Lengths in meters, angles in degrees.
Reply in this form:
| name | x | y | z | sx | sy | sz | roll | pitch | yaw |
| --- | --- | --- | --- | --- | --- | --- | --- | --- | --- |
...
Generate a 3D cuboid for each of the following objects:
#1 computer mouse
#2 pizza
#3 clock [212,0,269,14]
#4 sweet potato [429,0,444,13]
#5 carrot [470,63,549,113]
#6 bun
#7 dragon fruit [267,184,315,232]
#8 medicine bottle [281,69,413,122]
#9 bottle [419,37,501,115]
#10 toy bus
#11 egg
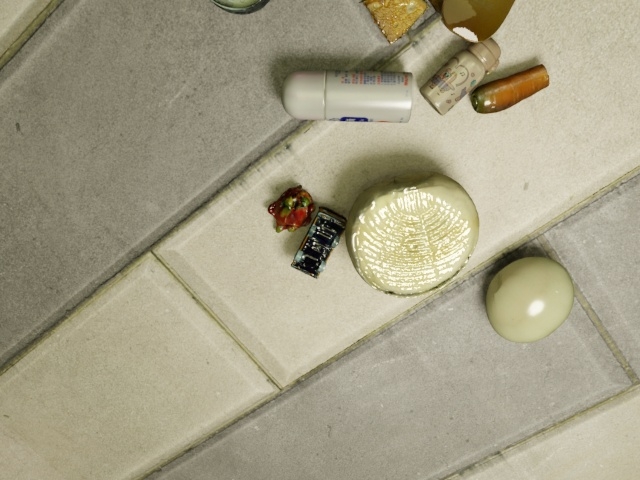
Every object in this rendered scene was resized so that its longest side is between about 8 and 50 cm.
| name | x | y | z | sx | sy | sz | roll | pitch | yaw |
| --- | --- | --- | --- | --- | --- | --- | --- | --- | --- |
| computer mouse | 0.398 | -0.629 | 1.048 | 0.158 | 0.072 | 0.310 | 24 | 92 | -10 |
| pizza | 0.192 | -0.573 | 1.140 | 0.178 | 0.041 | 0.131 | -6 | 107 | 6 |
| clock | -0.211 | -0.697 | 1.121 | 0.226 | 0.049 | 0.226 | 1 | 111 | 4 |
| sweet potato | 0.310 | -0.601 | 1.109 | 0.274 | 0.067 | 0.067 | 31 | 109 | -11 |
| carrot | 0.496 | -0.391 | 1.165 | 0.193 | 0.087 | 0.087 | -17 | 108 | 4 |
| bun | 0.245 | -0.031 | 1.249 | 0.364 | 0.202 | 0.364 | -1 | 113 | -2 |
| dragon fruit | -0.084 | -0.098 | 1.304 | 0.138 | 0.175 | 0.142 | 5 | 80 | -8 |
| medicine bottle | 0.066 | -0.380 | 1.171 | 0.341 | 0.130 | 0.130 | 3 | 110 | 2 |
| bottle | 0.369 | -0.427 | 1.152 | 0.209 | 0.097 | 0.110 | -42 | 120 | 16 |
| toy bus | 0.000 | 0.000 | 1.322 | 0.098 | 0.114 | 0.201 | 26 | 115 | -5 |
| egg | 0.599 | 0.171 | 1.287 | 0.219 | 0.219 | 0.269 | 32 | 109 | -8 |
